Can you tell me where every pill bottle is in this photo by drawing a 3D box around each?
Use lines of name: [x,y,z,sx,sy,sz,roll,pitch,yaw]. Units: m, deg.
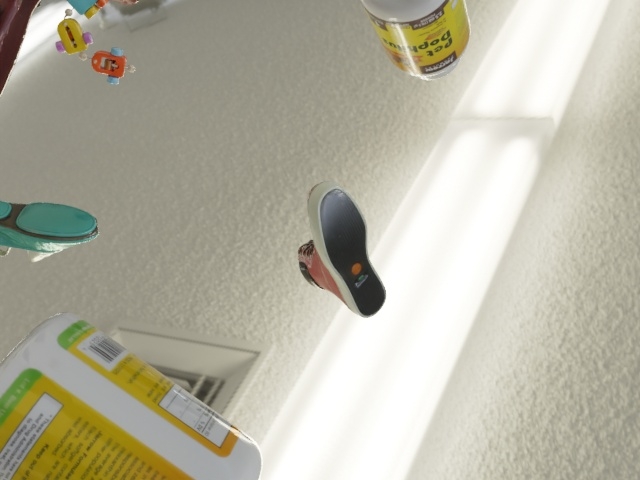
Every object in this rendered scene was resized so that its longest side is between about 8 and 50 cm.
pill bottle: [0.125,-0.285,0.930,0.117,0.215,0.117,-4,-103,17]
pill bottle: [-0.130,0.175,0.541,0.246,0.136,0.136,35,-125,-1]

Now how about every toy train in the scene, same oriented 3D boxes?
toy train: [-0.353,-0.340,1.172,0.125,0.166,0.046,7,-156,-11]

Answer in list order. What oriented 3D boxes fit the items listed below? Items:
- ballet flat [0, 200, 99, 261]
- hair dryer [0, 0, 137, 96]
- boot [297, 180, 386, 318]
ballet flat: [-0.444,-0.014,1.082,0.247,0.087,0.083,9,-142,-2]
hair dryer: [-0.257,-0.192,0.592,0.080,0.223,0.293,36,-132,16]
boot: [0.000,0.000,1.171,0.088,0.244,0.176,-36,-144,-22]
